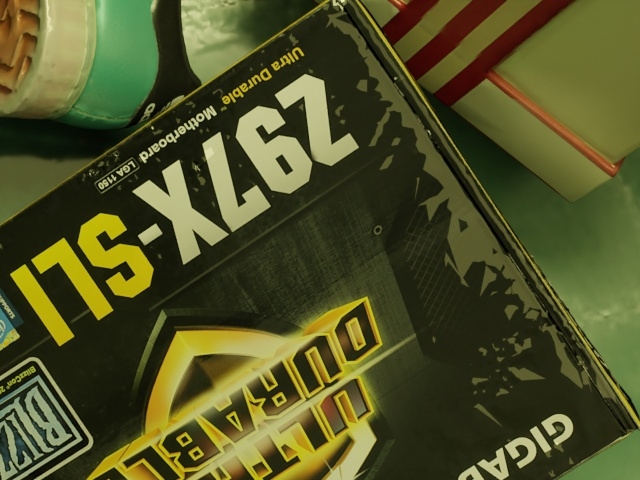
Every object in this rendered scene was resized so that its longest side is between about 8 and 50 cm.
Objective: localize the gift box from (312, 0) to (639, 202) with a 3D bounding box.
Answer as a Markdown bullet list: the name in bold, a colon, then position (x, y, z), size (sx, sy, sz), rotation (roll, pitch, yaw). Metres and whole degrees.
- **gift box**: position (0.152, -0.202, 0.920), size (0.255, 0.258, 0.276), rotation (42, 59, -6)

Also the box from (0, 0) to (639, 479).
- **box**: position (-0.045, 0.068, 0.889), size (0.322, 0.079, 0.257), rotation (-33, 93, 8)

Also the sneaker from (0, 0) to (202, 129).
- **sneaker**: position (-0.126, -0.201, 0.934), size (0.121, 0.108, 0.302), rotation (6, 74, -42)
